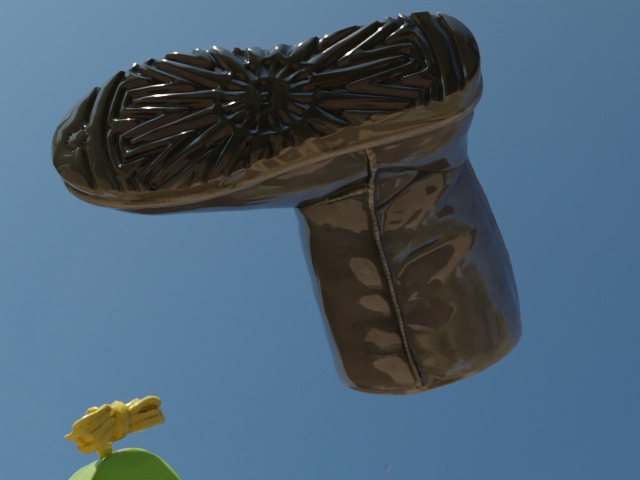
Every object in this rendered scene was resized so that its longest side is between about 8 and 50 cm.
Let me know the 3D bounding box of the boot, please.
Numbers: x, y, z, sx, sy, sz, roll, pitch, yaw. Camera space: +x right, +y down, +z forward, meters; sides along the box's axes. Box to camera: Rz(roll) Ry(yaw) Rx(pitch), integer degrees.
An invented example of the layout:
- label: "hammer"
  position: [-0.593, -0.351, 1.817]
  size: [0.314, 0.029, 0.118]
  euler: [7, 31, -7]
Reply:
- label: "boot"
  position: [-0.001, 0.002, 0.489]
  size: [0.190, 0.076, 0.208]
  euler: [-7, -33, 4]

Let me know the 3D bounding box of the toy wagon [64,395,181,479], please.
- label: "toy wagon"
  position: [-0.074, 0.259, 0.602]
  size: [0.068, 0.267, 0.344]
  euler: [-28, -101, 33]
